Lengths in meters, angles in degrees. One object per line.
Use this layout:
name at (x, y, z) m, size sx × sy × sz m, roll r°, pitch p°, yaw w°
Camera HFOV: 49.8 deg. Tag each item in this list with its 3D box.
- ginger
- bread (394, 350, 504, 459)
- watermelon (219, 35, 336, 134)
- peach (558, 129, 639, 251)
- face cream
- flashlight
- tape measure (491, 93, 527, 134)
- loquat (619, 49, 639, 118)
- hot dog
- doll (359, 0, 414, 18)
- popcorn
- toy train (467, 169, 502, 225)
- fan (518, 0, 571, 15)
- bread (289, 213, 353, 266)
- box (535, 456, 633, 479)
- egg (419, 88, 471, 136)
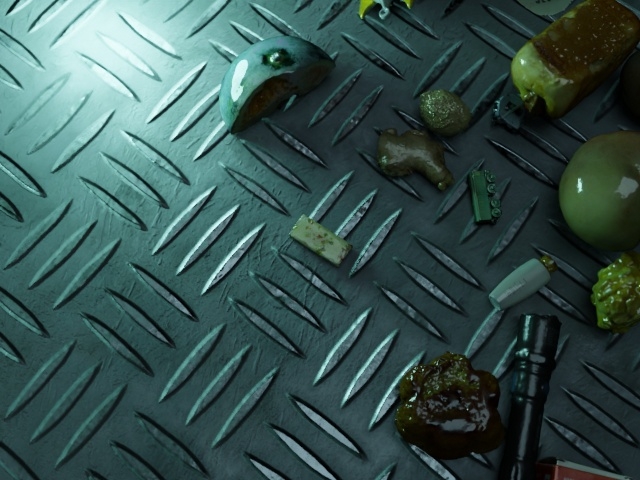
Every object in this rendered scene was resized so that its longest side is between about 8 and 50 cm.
ginger at (0.248, -0.215, 1.749) m, size 0.213 × 0.074 × 0.138 m, roll 17°, pitch 82°, yaw 6°
bread at (0.287, 0.364, 1.547) m, size 0.246 × 0.135 × 0.232 m, roll -3°, pitch 62°, yaw 1°
watermelon at (-0.138, -0.438, 1.741) m, size 0.321 × 0.175 × 0.188 m, roll -36°, pitch 79°, yaw -13°
peach at (0.715, -0.123, 1.640) m, size 0.292 × 0.247 × 0.293 m, roll -2°, pitch 86°, yaw 27°
face cream at (0.494, 0.102, 1.678) m, size 0.182 × 0.051 × 0.072 m, roll -34°, pitch 77°, yaw -11°
flashlight at (0.474, 0.375, 1.573) m, size 0.103 × 0.103 × 0.424 m, roll 14°, pitch 73°, yaw 1°
tape measure at (0.494, -0.335, 1.806) m, size 0.091 × 0.054 × 0.094 m, roll 21°, pitch 76°, yaw -3°
loquat at (0.874, -0.397, 1.778) m, size 0.227 × 0.179 × 0.179 m, roll 35°, pitch 74°, yaw -12°
hot dog at (0.627, -0.447, 1.754) m, size 0.405 × 0.223 × 0.185 m, roll -38°, pitch 76°, yaw -27°
doll at (0.193, -0.743, 1.890) m, size 0.145 × 0.103 × 0.317 m, roll 7°, pitch 68°, yaw 3°
popcorn at (0.719, 0.125, 1.621) m, size 0.197 × 0.198 × 0.155 m, roll -37°, pitch 63°, yaw -12°
toy train at (0.416, -0.107, 1.743) m, size 0.070 × 0.038 × 0.148 m, roll -6°, pitch 74°, yaw -2°
fan at (0.613, -0.787, 1.969) m, size 0.190 × 0.009 × 0.329 m, roll -17°, pitch 78°, yaw -6°
bread at (0.000, 0.000, 1.695) m, size 0.153 × 0.028 × 0.068 m, roll 33°, pitch 76°, yaw 9°
box at (0.569, 0.542, 1.508) m, size 0.182 × 0.133 × 0.099 m, roll 13°, pitch 72°, yaw 2°
egg at (0.317, -0.327, 1.762) m, size 0.140 × 0.118 × 0.116 m, roll 27°, pitch 75°, yaw 18°
